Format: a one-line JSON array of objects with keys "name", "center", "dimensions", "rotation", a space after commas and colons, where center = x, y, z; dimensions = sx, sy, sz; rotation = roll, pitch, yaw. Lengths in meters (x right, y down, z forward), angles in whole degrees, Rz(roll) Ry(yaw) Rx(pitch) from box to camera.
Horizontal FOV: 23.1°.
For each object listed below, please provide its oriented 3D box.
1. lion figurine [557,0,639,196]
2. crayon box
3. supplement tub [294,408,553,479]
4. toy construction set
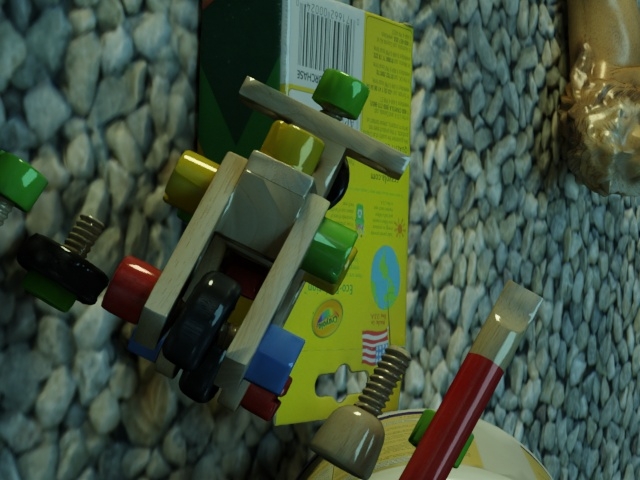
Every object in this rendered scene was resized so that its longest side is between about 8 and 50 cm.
[{"name": "lion figurine", "center": [0.328, -0.240, 1.763], "dimensions": [0.240, 0.142, 0.392], "rotation": [-4, 80, -52]}, {"name": "crayon box", "center": [-0.010, -0.023, 1.209], "dimensions": [0.202, 0.081, 0.319], "rotation": [6, 85, -59]}, {"name": "supplement tub", "center": [0.077, 0.259, 1.100], "dimensions": [0.331, 0.241, 0.241], "rotation": [-56, 145, -86]}, {"name": "toy construction set", "center": [0.000, 0.000, 0.972], "dimensions": [0.237, 0.309, 0.257], "rotation": [-59, 152, -11]}]
